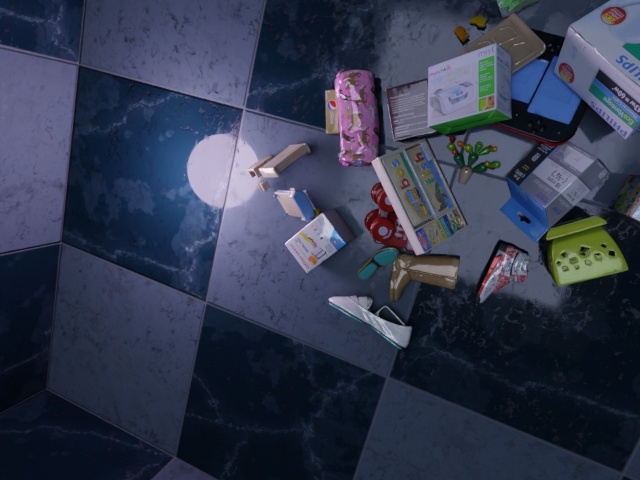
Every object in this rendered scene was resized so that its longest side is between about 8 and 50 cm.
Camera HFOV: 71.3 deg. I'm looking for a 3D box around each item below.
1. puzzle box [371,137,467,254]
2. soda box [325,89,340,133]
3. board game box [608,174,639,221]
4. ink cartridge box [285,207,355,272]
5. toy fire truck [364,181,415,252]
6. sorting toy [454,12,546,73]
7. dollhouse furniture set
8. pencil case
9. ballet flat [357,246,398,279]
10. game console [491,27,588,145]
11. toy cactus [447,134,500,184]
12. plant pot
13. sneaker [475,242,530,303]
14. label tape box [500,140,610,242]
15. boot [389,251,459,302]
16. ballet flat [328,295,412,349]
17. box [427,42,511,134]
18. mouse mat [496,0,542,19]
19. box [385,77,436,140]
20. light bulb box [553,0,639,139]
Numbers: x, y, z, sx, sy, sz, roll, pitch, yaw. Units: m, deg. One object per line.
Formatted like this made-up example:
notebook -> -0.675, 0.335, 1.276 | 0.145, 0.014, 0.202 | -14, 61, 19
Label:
puzzle box -> 0.396, -0.179, 1.761 | 0.409, 0.272, 0.052 | 64, 152, -1
soda box -> 0.058, -0.547, 1.908 | 0.058, 0.061, 0.182 | 1, 100, 18
board game box -> 1.113, -0.123, 1.500 | 0.144, 0.275, 0.142 | 30, 108, 12
ink cartridge box -> 0.000, 0.000, 1.971 | 0.232, 0.168, 0.171 | -38, 87, 22
toy fire truck -> 0.332, -0.112, 1.857 | 0.253, 0.169, 0.302 | 10, 105, -7
sorting toy -> 0.637, -0.719, 1.637 | 0.229, 0.041, 0.307 | -34, 61, 19
dollhouse furniture set -> -0.124, -0.251, 2.021 | 0.286, 0.198, 0.303 | 11, 137, 55
pencil case -> 0.150, -0.499, 1.832 | 0.160, 0.167, 0.386 | 2, 100, 36
ballet flat -> 0.246, 0.084, 1.933 | 0.080, 0.073, 0.232 | 41, 125, -14
game console -> 0.783, -0.550, 1.584 | 0.341, 0.060, 0.387 | 27, 86, 15
toy cactus -> 0.590, -0.311, 1.759 | 0.218, 0.112, 0.181 | 23, 125, 12
plant pot -> 0.939, 0.028, 1.624 | 0.228, 0.227, 0.207 | -19, 86, 22
sneaker -> 0.734, 0.156, 1.785 | 0.144, 0.090, 0.270 | 24, 104, 16
label tape box -> 0.807, -0.196, 1.613 | 0.105, 0.241, 0.334 | 28, 113, -30
boot -> 0.437, 0.172, 1.895 | 0.269, 0.089, 0.236 | 9, 103, 16
ballet flat -> 0.231, 0.329, 1.988 | 0.400, 0.139, 0.139 | 31, 108, 7
box -> 0.524, -0.524, 1.574 | 0.261, 0.126, 0.231 | -2, 84, 46
mouse mat -> 0.738, -0.923, 1.630 | 0.189, 0.007, 0.153 | -22, 92, 22
box -> 0.365, -0.504, 1.750 | 0.166, 0.168, 0.203 | -8, 97, 22
light bulb box -> 1.011, -0.579, 1.376 | 0.361, 0.225, 0.358 | -32, 66, 3
